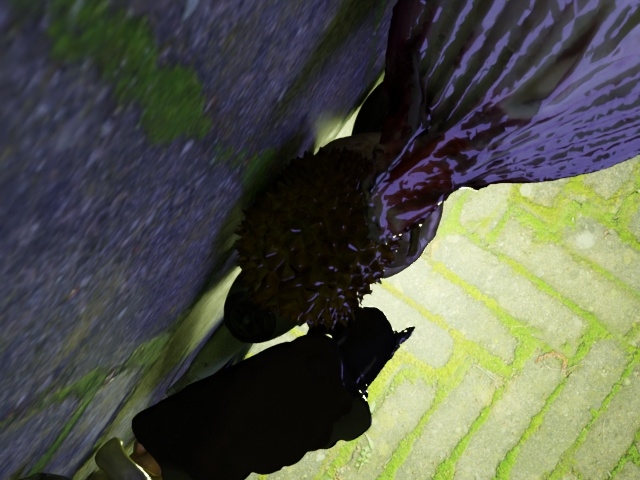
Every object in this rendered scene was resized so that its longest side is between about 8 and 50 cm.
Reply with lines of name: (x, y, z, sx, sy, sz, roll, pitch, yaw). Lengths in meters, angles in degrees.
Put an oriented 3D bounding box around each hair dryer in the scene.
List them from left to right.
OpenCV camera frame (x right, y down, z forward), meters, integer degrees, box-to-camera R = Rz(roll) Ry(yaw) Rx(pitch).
hair dryer: (-0.070, 0.077, 0.849, 0.229, 0.092, 0.267, -44, 180, -42)

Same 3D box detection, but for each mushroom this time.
mushroom: (0.051, -0.032, 0.728, 0.166, 0.166, 0.127, -56, -149, 7)

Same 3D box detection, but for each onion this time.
onion: (0.137, -0.157, 0.480, 0.349, 0.267, 0.159, -34, -142, 4)

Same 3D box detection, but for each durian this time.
durian: (0.000, 0.000, 0.574, 0.168, 0.137, 0.158, -47, -161, 4)

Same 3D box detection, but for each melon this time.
melon: (0.099, -0.136, 0.833, 0.167, 0.114, 0.114, -56, 178, -25)

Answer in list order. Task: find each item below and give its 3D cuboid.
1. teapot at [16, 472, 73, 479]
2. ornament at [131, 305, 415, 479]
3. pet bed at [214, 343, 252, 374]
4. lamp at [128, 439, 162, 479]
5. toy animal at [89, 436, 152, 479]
teapot: (-0.182, 0.181, 0.419, 0.067, 0.057, 0.083, 14, 107, -56)
ornament: (-0.030, 0.142, 0.728, 0.251, 0.106, 0.260, -26, -179, 15)
pet bed: (-0.144, 0.176, 1.022, 0.201, 0.053, 0.201, -54, 178, -3)
lamp: (-0.218, 0.314, 0.840, 0.253, 0.118, 0.118, -58, 179, -35)
toy animal: (-0.181, 0.295, 0.693, 0.121, 0.169, 0.233, -53, 164, -32)
